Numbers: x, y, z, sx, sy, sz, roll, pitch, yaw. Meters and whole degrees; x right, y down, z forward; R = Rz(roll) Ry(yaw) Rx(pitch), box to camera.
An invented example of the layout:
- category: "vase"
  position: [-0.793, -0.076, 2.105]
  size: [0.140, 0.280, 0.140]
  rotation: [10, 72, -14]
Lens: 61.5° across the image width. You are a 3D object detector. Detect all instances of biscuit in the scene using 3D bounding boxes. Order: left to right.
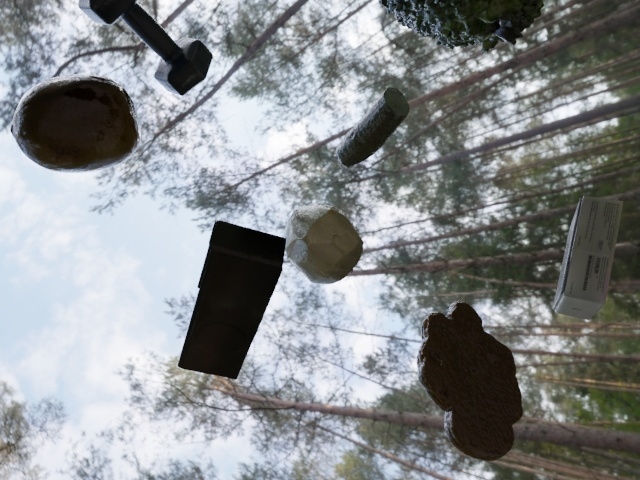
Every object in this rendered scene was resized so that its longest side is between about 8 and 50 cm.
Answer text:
- category: "biscuit"
  position: [0.250, 0.228, 0.920]
  size: [0.208, 0.041, 0.291]
  rotation: [24, -136, -17]

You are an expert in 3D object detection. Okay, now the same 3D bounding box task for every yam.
- category: "yam"
  position: [0.151, -0.322, 1.583]
  size: [0.106, 0.259, 0.106]
  rotation: [20, -131, -24]

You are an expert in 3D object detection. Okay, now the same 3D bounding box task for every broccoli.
- category: "broccoli"
  position: [0.180, -0.423, 0.759]
  size: [0.317, 0.277, 0.339]
  rotation: [-36, -48, -18]

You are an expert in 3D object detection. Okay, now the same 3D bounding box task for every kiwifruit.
- category: "kiwifruit"
  position: [-0.480, -0.227, 1.060]
  size: [0.233, 0.196, 0.196]
  rotation: [-13, -88, -16]

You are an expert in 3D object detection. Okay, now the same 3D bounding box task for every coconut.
- category: "coconut"
  position: [0.000, 0.001, 1.114]
  size: [0.162, 0.161, 0.161]
  rotation: [43, -117, -13]

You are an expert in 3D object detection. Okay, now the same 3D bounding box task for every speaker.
- category: "speaker"
  position: [-0.108, 0.078, 0.622]
  size: [0.082, 0.218, 0.044]
  rotation: [15, -140, -12]

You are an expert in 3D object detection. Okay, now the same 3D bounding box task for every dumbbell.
- category: "dumbbell"
  position: [-0.408, -0.499, 1.292]
  size: [0.316, 0.156, 0.144]
  rotation: [43, -162, -47]

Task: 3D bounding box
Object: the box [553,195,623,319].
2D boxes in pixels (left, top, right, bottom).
- category: "box"
  position: [0.345, 0.027, 0.701]
  size: [0.129, 0.051, 0.130]
  rotation: [40, -115, -65]
